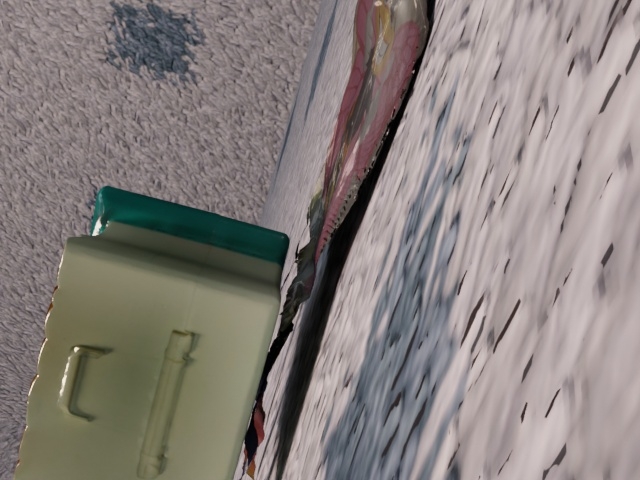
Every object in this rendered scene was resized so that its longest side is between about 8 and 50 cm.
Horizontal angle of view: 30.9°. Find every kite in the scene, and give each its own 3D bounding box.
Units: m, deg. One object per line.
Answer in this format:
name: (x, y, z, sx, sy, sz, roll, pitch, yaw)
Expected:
kite: (-0.004, -0.001, 0.566, 0.204, 0.022, 0.360, -87, 11, -58)

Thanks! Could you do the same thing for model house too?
model house: (-0.076, 0.048, 0.568, 0.149, 0.100, 0.127, -82, 8, -75)
